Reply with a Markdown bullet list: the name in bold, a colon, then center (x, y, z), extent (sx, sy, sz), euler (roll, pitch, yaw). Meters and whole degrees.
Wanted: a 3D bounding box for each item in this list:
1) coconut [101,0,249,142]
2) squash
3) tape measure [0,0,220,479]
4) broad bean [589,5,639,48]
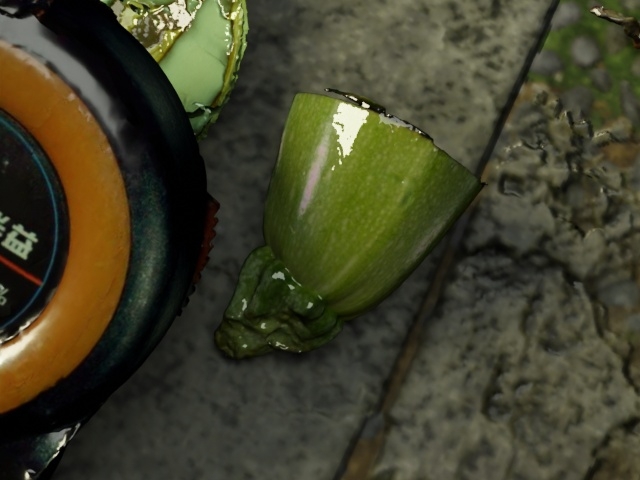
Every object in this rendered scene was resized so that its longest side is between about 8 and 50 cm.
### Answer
- **coconut**: center (-0.101, -0.093, 0.652), extent (0.158, 0.055, 0.133), euler (-32, 84, -16)
- **squash**: center (0.005, 0.007, 0.630), extent (0.105, 0.105, 0.132), euler (27, 83, -1)
- **tape measure**: center (-0.153, -0.008, 0.559), extent (0.202, 0.135, 0.223), euler (31, 100, -4)
- **broad bean**: center (0.276, -0.018, 0.691), extent (0.075, 0.067, 0.325), euler (-39, 75, 10)
